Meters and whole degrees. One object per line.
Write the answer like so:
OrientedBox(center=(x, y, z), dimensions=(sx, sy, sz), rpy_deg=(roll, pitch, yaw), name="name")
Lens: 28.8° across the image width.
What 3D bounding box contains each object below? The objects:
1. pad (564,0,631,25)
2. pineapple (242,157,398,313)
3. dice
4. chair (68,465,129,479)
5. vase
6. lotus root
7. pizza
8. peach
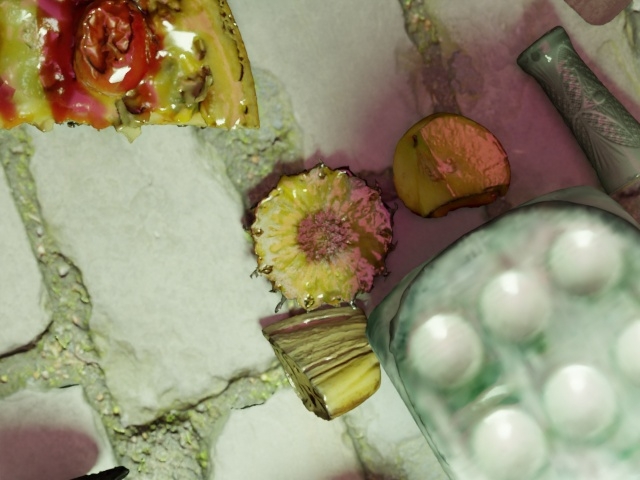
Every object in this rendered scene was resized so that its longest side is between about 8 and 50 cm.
OrientedBox(center=(0.451, -0.362, 1.613), dimensions=(0.250, 0.055, 0.323), rpy_deg=(-45, 70, 9), name="pad")
OrientedBox(center=(0.000, 0.000, 1.640), dimensions=(0.221, 0.047, 0.221), rpy_deg=(0, 85, 2), name="pineapple")
OrientedBox(center=(0.265, 0.154, 1.461), dimensions=(0.328, 0.348, 0.330), rpy_deg=(-31, 72, 0), name="dice")
OrientedBox(center=(-0.274, 0.507, 1.549), dimensions=(0.226, 0.226, 0.401), rpy_deg=(-22, 91, -1), name="chair")
OrientedBox(center=(0.349, -0.174, 1.623), dimensions=(0.096, 0.096, 0.219), rpy_deg=(-37, 88, -1), name="vase")
OrientedBox(center=(0.015, 0.166, 1.623), dimensions=(0.135, 0.095, 0.159), rpy_deg=(-20, 51, -10), name="lotus root")
OrientedBox(center=(-0.319, -0.248, 1.593), dimensions=(0.406, 0.130, 0.440), rpy_deg=(-34, 91, -3), name="pizza")
OrientedBox(center=(0.172, -0.101, 1.607), dimensions=(0.151, 0.118, 0.151), rpy_deg=(12, 111, 33), name="peach")
